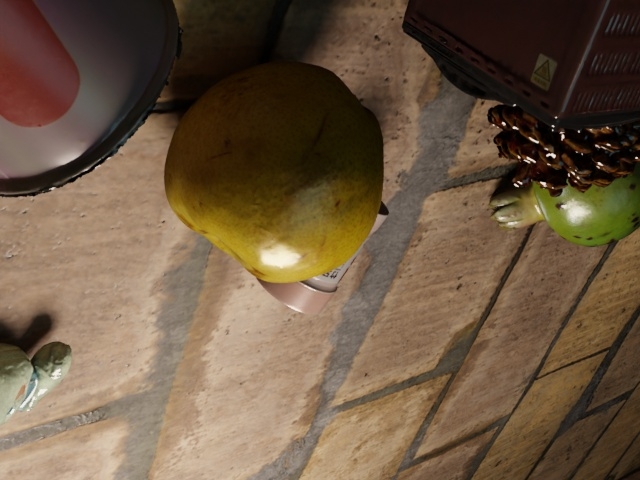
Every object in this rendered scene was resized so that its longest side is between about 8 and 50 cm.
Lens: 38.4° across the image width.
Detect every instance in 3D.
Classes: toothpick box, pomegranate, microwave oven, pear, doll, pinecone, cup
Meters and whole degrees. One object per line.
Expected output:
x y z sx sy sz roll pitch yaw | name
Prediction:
0.000 0.000 1.081 0.098 0.098 0.149 11 118 -52 | toothpick box
0.365 -0.077 1.332 0.247 0.202 0.202 -19 153 20 | pomegranate
0.231 -0.236 0.926 0.178 0.247 0.188 -12 130 -35 | microwave oven
-0.035 -0.069 0.874 0.208 0.209 0.209 -28 144 -23 | pear
-0.346 0.152 0.911 0.214 0.071 0.104 -20 149 -43 | doll
0.308 -0.158 1.149 0.221 0.221 0.221 -28 144 -23 | pinecone
-0.242 -0.181 0.558 0.203 0.203 0.288 -44 140 0 | cup
